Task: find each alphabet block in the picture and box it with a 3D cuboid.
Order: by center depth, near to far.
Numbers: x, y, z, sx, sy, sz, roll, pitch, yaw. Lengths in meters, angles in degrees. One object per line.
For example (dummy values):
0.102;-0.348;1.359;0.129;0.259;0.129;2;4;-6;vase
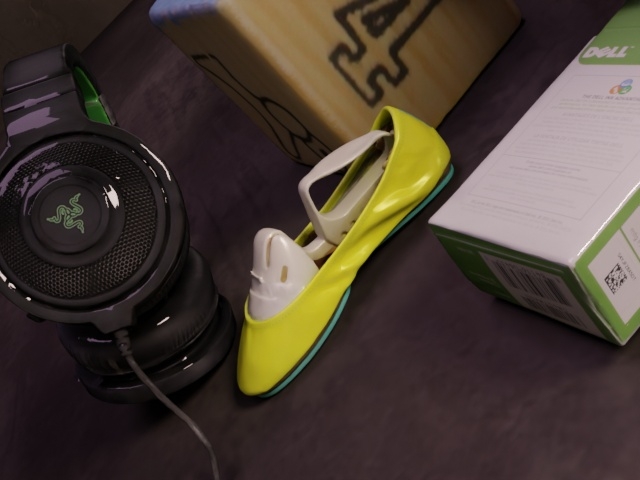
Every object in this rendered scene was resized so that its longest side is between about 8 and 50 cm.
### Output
0.008;-0.188;0.662;0.193;0.197;0.192;-50;29;-7;alphabet block

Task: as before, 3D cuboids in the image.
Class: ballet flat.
0.000;0.000;0.554;0.231;0.077;0.077;-50;29;-7;ballet flat

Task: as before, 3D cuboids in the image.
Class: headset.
-0.168;0.039;0.563;0.185;0.243;0.394;-21;55;-6;headset

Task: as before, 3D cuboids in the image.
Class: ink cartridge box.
0.167;-0.054;0.413;0.209;0.062;0.109;-48;28;-10;ink cartridge box
